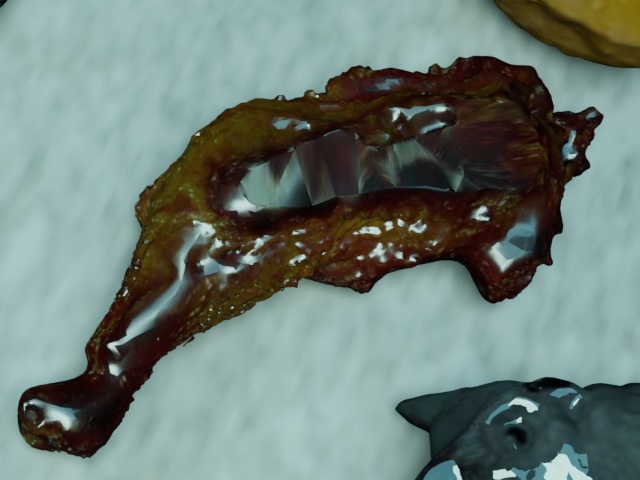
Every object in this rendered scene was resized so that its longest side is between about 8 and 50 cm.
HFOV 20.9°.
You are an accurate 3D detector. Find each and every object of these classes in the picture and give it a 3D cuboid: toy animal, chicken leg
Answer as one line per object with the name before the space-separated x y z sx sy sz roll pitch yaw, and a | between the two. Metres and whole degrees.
toy animal | 0.122 0.100 0.538 0.210 0.121 0.117 8 111 2
chicken leg | -0.001 -0.006 0.541 0.219 0.048 0.089 -19 73 -24

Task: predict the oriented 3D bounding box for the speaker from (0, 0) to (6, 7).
speaker | -0.122 -0.119 0.538 0.075 0.060 0.094 16 65 -14

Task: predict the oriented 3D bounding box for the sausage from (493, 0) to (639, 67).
sausage | 0.126 -0.164 0.625 0.098 0.098 0.238 30 65 -6
